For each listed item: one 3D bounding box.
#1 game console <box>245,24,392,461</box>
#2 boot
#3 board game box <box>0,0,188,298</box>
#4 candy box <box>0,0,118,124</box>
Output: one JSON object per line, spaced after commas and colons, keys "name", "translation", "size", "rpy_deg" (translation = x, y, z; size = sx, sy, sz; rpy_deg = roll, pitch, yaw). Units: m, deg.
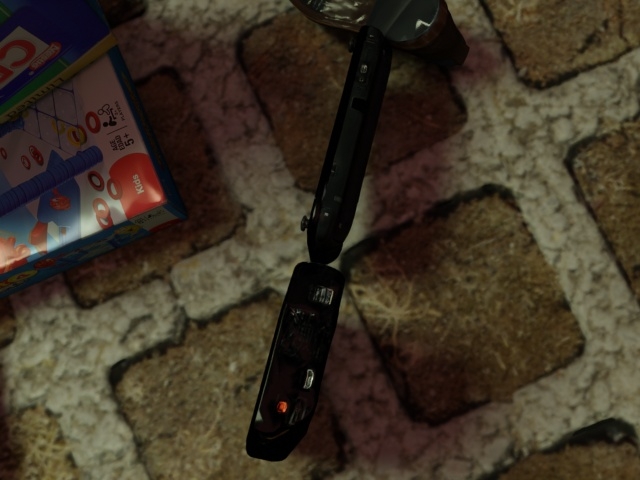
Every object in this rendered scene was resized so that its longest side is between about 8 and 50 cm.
{"name": "game console", "translation": [0.000, 0.000, 0.566], "size": [0.043, 0.213, 0.362], "rpy_deg": [16, 74, -2]}
{"name": "boot", "translation": [0.047, -0.228, 0.657], "size": [0.219, 0.106, 0.082], "rpy_deg": [41, 104, 32]}
{"name": "board game box", "translation": [-0.327, -0.106, 0.638], "size": [0.301, 0.086, 0.309], "rpy_deg": [-24, 84, -2]}
{"name": "candy box", "translation": [-0.320, -0.155, 0.440], "size": [0.268, 0.317, 0.122], "rpy_deg": [-37, 86, -2]}
